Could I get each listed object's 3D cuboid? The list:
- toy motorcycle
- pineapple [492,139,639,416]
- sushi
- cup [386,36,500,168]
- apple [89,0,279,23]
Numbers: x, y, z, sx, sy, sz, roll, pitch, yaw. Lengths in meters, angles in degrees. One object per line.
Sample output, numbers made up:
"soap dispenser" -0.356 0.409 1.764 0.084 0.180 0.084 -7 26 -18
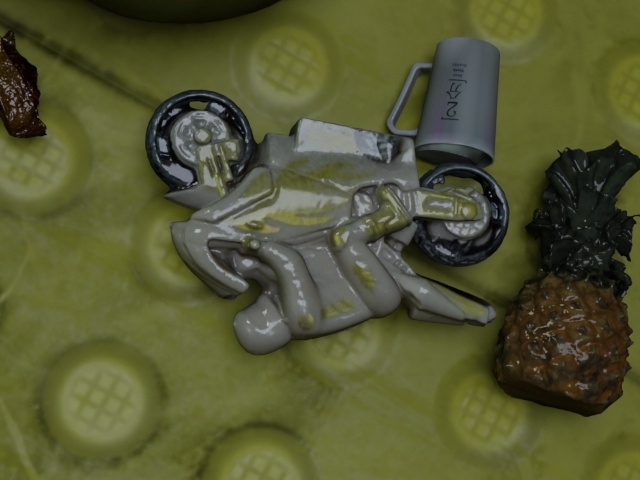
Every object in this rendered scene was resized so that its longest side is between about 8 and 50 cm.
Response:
"toy motorcycle" 0.000 0.000 1.223 0.341 0.108 0.222 12 81 -9
"pineapple" 0.239 0.032 1.265 0.128 0.128 0.248 17 75 -9
"sushi" -0.269 -0.134 1.215 0.047 0.050 0.099 -22 93 -8
"cup" 0.117 -0.127 1.292 0.104 0.074 0.116 4 76 18
"apple" -0.122 -0.368 1.138 0.311 0.360 0.320 45 36 21
